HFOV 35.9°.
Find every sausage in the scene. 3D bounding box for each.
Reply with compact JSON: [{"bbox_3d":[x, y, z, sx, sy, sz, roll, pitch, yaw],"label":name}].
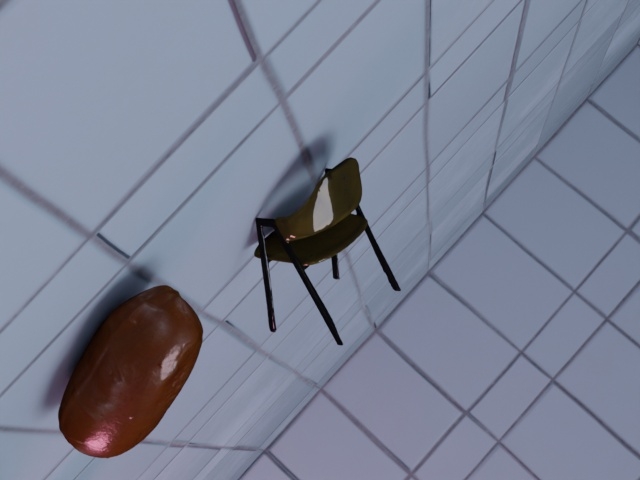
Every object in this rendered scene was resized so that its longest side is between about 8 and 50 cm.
[{"bbox_3d":[-0.231,0.164,1.188,0.258,0.133,0.133,-54,166,30],"label":"sausage"}]

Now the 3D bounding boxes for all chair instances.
[{"bbox_3d":[0.000,0.000,1.413,0.159,0.172,0.247,-38,120,-38],"label":"chair"}]
